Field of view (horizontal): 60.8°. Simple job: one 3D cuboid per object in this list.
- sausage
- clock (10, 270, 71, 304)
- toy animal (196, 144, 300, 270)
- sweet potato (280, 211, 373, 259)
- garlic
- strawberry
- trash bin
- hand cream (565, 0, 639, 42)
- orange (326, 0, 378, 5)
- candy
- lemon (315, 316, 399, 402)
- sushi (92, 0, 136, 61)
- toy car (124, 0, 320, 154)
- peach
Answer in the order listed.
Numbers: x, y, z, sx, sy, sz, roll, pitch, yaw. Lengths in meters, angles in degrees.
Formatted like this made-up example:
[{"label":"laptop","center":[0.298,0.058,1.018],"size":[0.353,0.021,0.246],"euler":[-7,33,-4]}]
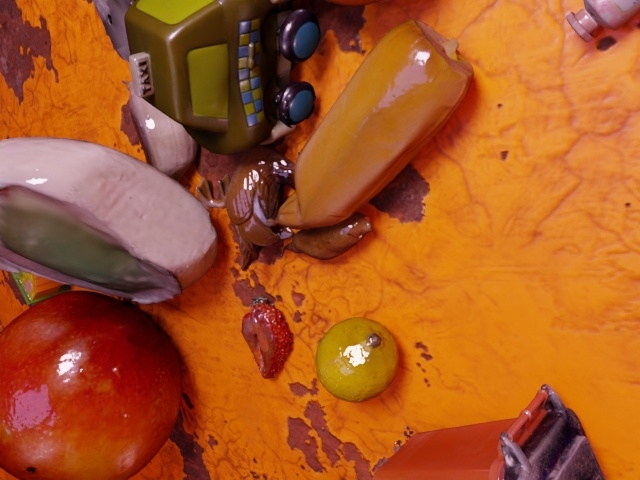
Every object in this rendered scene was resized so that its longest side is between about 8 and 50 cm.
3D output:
[{"label":"sausage","center":[0.037,-0.101,0.631],"size":[0.112,0.112,0.328],"euler":[54,130,12]},{"label":"clock","center":[-0.643,-0.011,1.255],"size":[0.255,0.106,0.219],"euler":[-41,78,42]},{"label":"toy animal","center":[-0.077,-0.044,0.777],"size":[0.179,0.089,0.188],"euler":[5,104,24]},{"label":"sweet potato","center":[0.000,0.000,0.745],"size":[0.195,0.056,0.056],"euler":[-14,97,49]},{"label":"garlic","center":[-0.270,-0.193,0.882],"size":[0.129,0.090,0.198],"euler":[-19,98,56]},{"label":"strawberry","center":[-0.093,0.161,0.886],"size":[0.104,0.048,0.152],"euler":[15,112,40]},{"label":"trash bin","center":[0.183,0.277,0.619],"size":[0.239,0.161,0.184],"euler":[-21,91,47]},{"label":"hand cream","center":[0.287,-0.240,0.414],"size":[0.210,0.043,0.067],"euler":[-40,81,37]},{"label":"orange","center":[0.027,-0.346,0.504],"size":[0.240,0.171,0.240],"euler":[15,115,35]},{"label":"candy","center":[-0.376,-0.022,0.879],"size":[0.427,0.386,0.186],"euler":[-24,50,47]},{"label":"lemon","center":[0.049,0.156,0.720],"size":[0.109,0.109,0.133],"euler":[45,144,19]},{"label":"sushi","center":[-0.280,-0.386,0.782],"size":[0.124,0.130,0.332],"euler":[-23,91,43]},{"label":"toy car","center":[-0.136,-0.216,0.657],"size":[0.204,0.198,0.247],"euler":[36,141,30]},{"label":"peach","center":[-0.438,0.267,1.015],"size":[0.388,0.388,0.388],"euler":[16,116,36]}]
